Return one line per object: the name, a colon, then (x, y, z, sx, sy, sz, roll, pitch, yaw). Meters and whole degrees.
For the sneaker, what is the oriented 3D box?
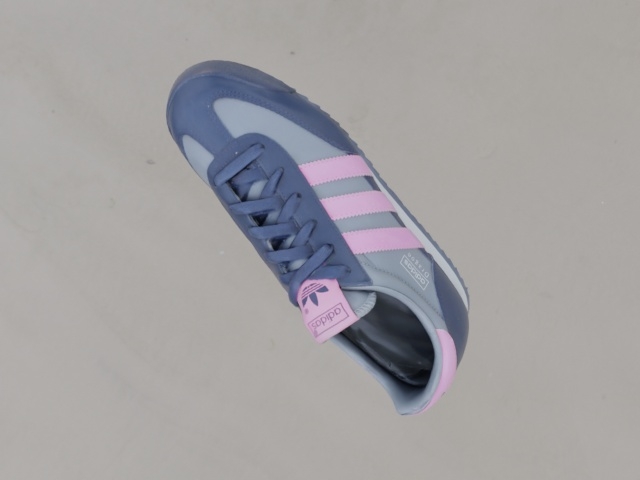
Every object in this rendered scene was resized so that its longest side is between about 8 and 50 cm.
sneaker: (0.000, 0.000, 0.479, 0.319, 0.131, 0.112, 42, 124, -13)
